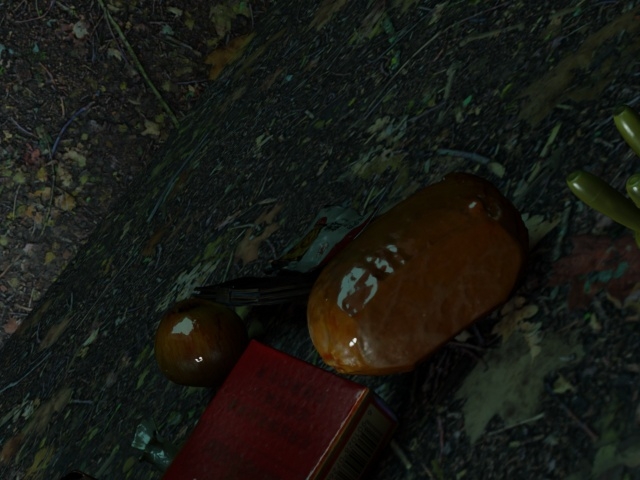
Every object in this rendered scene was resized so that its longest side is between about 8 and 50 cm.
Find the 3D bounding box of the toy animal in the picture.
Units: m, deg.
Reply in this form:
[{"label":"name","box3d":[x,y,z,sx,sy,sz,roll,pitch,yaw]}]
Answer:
[{"label":"toy animal","box3d":[-0.206,0.306,1.289,0.219,0.095,0.155,-52,18,-5]}]

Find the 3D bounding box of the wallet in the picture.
[{"label":"wallet","box3d":[-0.092,0.074,1.440,0.230,0.124,0.042,0,95,59]}]

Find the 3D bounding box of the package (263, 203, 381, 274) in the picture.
[{"label":"package","box3d":[0.000,0.000,1.464,0.154,0.030,0.239,-45,17,-15]}]

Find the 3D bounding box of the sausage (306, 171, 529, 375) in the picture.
[{"label":"sausage","box3d":[0.103,0.041,1.034,0.268,0.153,0.141,-37,17,-8]}]

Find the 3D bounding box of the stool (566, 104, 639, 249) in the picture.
[{"label":"stool","box3d":[0.314,-0.055,0.886,0.134,0.110,0.135,-35,25,32]}]

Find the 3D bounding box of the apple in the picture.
[{"label":"apple","box3d":[-0.174,0.148,1.410,0.146,0.146,0.146,-40,24,22]}]

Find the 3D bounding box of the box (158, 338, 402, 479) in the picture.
[{"label":"box","box3d":[-0.077,0.278,1.038,0.197,0.089,0.313,16,65,45]}]

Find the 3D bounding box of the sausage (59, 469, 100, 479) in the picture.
[{"label":"sausage","box3d":[-0.280,0.385,1.204,0.280,0.152,0.152,13,64,54]}]
